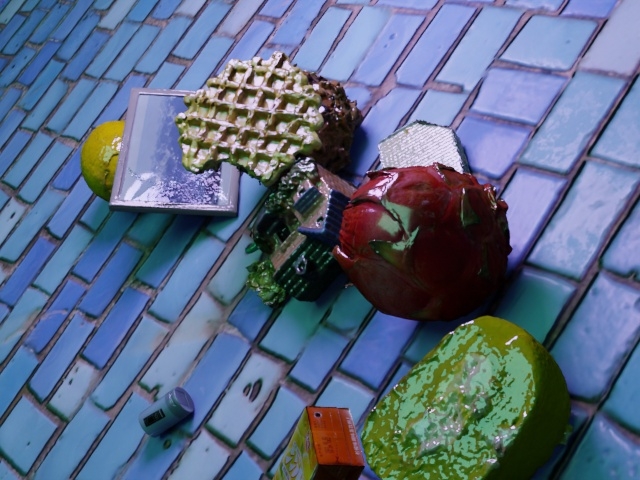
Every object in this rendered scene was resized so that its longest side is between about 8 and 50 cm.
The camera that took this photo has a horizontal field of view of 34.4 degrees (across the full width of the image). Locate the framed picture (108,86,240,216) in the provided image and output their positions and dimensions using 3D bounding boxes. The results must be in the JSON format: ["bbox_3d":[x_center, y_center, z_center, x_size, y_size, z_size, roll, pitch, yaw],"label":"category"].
[{"bbox_3d":[-0.279,-0.183,2.073,0.247,0.022,0.335,3,51,-1],"label":"framed picture"}]

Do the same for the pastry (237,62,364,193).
[{"bbox_3d":[-0.056,-0.192,1.884,0.274,0.193,0.275,-9,43,8],"label":"pastry"}]

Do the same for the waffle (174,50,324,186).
[{"bbox_3d":[-0.124,-0.198,1.755,0.291,0.051,0.291,-9,62,17],"label":"waffle"}]

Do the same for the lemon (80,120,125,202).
[{"bbox_3d":[-0.418,-0.164,2.173,0.180,0.180,0.193,-38,68,10],"label":"lemon"}]

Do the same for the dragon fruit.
[{"bbox_3d":[0.149,0.003,1.477,0.241,0.252,0.241,-156,90,-82],"label":"dragon fruit"}]

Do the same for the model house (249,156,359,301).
[{"bbox_3d":[0.000,0.000,1.677,0.183,0.166,0.172,-48,41,17],"label":"model house"}]

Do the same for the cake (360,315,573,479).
[{"bbox_3d":[0.194,0.231,1.304,0.260,0.156,0.179,-46,54,9],"label":"cake"}]

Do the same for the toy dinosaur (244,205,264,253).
[{"bbox_3d":[-0.092,-0.027,1.865,0.096,0.059,0.132,3,51,53],"label":"toy dinosaur"}]

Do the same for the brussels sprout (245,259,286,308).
[{"bbox_3d":[-0.085,0.075,1.766,0.085,0.058,0.085,-10,74,39],"label":"brussels sprout"}]

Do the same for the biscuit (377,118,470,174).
[{"bbox_3d":[0.172,-0.104,1.691,0.147,0.046,0.250,-31,42,21],"label":"biscuit"}]

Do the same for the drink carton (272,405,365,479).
[{"bbox_3d":[-0.014,0.328,1.377,0.096,0.071,0.223,-106,30,-47],"label":"drink carton"}]

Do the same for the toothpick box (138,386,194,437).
[{"bbox_3d":[-0.260,0.290,1.743,0.083,0.052,0.052,-37,40,15],"label":"toothpick box"}]
